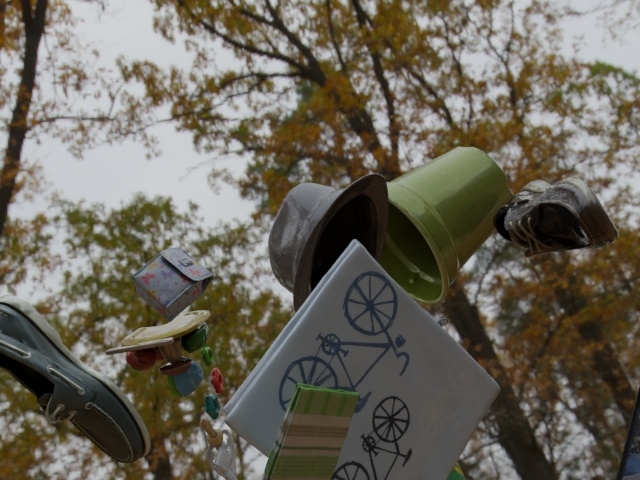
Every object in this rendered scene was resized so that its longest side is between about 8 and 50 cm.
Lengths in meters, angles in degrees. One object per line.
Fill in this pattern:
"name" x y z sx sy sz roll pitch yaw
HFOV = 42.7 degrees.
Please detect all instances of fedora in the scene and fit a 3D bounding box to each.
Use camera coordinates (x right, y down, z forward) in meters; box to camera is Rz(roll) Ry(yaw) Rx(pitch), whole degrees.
"fedora" 0.000 0.000 1.323 0.244 0.124 0.275 -43 -35 -34

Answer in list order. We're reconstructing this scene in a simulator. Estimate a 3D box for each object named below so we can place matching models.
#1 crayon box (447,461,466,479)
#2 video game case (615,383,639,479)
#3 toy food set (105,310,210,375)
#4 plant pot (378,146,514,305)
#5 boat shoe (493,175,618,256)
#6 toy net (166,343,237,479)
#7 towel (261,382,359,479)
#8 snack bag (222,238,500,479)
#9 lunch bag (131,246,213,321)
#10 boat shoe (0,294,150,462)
"crayon box" 0.231 0.457 1.540 0.081 0.318 0.202 -23 -43 1
"video game case" 0.585 0.363 1.221 0.035 0.275 0.248 9 -85 -45
"toy food set" -0.240 0.171 1.283 0.128 0.071 0.218 -13 6 12
"plant pot" 0.240 -0.052 1.645 0.254 0.276 0.276 -36 -27 -21
"boat shoe" 0.393 -0.022 1.410 0.130 0.132 0.355 -34 3 0
"toy net" -0.187 0.292 1.363 0.045 0.232 0.122 -15 7 13
"towel" -0.017 0.243 0.960 0.113 0.023 0.152 19 -89 -48
"snack bag" 0.078 0.223 1.146 0.342 0.323 0.037 43 -25 -15
"lunch bag" -0.192 0.051 1.068 0.083 0.071 0.053 -40 -21 -29
"boat shoe" -0.386 0.224 1.193 0.319 0.099 0.116 48 -51 -7
